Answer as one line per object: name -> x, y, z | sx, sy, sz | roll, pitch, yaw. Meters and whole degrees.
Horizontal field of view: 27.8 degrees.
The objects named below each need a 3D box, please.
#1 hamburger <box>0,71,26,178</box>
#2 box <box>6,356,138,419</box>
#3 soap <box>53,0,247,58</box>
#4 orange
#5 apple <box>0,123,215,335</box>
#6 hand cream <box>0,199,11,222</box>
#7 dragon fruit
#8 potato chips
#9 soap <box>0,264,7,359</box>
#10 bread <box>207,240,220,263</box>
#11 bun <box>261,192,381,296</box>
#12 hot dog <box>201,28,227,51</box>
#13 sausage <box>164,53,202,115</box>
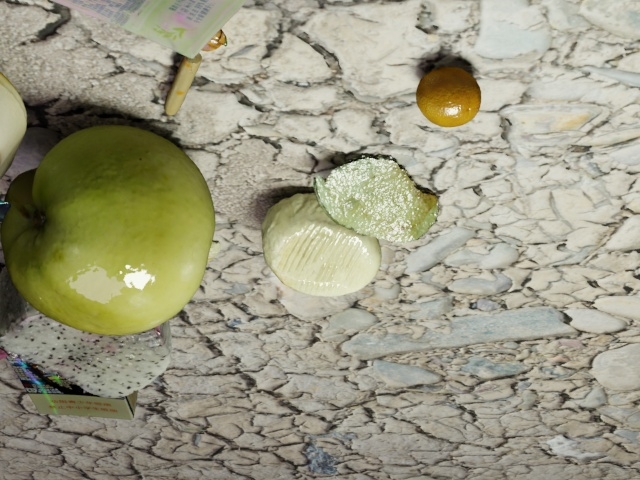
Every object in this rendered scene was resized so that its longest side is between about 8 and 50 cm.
hamburger -> -0.495, -0.149, 1.649 | 0.227, 0.151, 0.295 | 16, 147, -21
box -> -0.464, 0.244, 2.444 | 0.198, 0.084, 0.310 | 4, 152, 2
soap -> -0.159, -0.309, 1.309 | 0.182, 0.138, 0.199 | 19, 148, -27
orange -> 0.156, -0.176, 1.583 | 0.085, 0.085, 0.085 | 3, 152, 2
apple -> -0.290, -0.015, 1.753 | 0.254, 0.292, 0.292 | 8, 156, -43
hand cream -> -0.544, -0.042, 1.654 | 0.270, 0.061, 0.120 | 9, 146, -29
dragon fruit -> -0.351, 0.091, 2.010 | 0.204, 0.221, 0.283 | -32, 136, 20
potato chips -> 0.083, -0.061, 1.815 | 0.209, 0.026, 0.142 | 0, 124, -22
soap -> -0.645, 0.103, 2.078 | 0.325, 0.220, 0.127 | 25, 137, -32
bread -> -0.219, 0.033, 2.075 | 0.068, 0.028, 0.154 | 19, 147, -22
bun -> 0.000, 0.000, 1.907 | 0.188, 0.111, 0.164 | 12, 131, -13
hot dog -> -0.163, -0.259, 1.517 | 0.122, 0.037, 0.049 | 28, 156, -28
sausage -> -0.176, -0.198, 1.638 | 0.024, 0.024, 0.132 | 13, 151, -15
